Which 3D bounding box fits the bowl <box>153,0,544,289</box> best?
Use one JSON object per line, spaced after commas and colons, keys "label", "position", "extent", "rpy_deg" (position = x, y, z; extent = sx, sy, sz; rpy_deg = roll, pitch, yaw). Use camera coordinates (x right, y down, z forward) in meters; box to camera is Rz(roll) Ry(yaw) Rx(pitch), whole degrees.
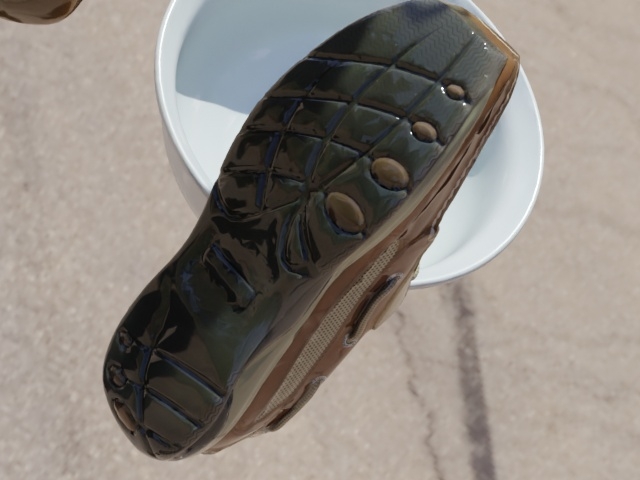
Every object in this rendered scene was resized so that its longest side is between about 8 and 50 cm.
{"label": "bowl", "position": [0.005, -0.071, 1.057], "extent": [0.297, 0.134, 0.298], "rpy_deg": [11, 59, -18]}

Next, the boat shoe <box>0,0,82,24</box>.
{"label": "boat shoe", "position": [-0.112, -0.210, 0.454], "extent": [0.109, 0.302, 0.098], "rpy_deg": [16, 54, 19]}

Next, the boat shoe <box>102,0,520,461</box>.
{"label": "boat shoe", "position": [0.000, 0.000, 0.853], "extent": [0.120, 0.324, 0.122], "rpy_deg": [14, 32, -53]}
